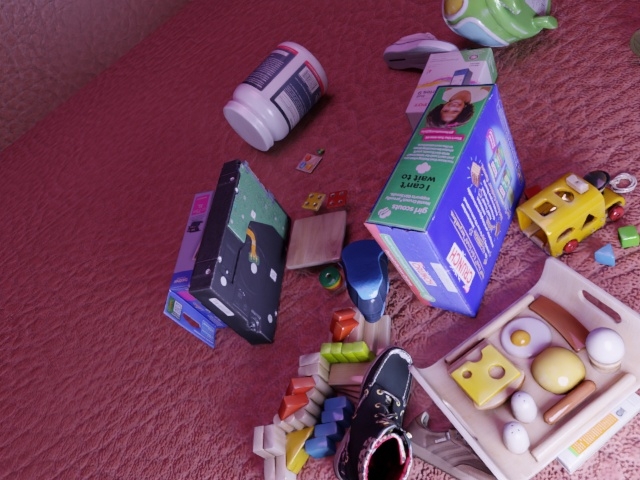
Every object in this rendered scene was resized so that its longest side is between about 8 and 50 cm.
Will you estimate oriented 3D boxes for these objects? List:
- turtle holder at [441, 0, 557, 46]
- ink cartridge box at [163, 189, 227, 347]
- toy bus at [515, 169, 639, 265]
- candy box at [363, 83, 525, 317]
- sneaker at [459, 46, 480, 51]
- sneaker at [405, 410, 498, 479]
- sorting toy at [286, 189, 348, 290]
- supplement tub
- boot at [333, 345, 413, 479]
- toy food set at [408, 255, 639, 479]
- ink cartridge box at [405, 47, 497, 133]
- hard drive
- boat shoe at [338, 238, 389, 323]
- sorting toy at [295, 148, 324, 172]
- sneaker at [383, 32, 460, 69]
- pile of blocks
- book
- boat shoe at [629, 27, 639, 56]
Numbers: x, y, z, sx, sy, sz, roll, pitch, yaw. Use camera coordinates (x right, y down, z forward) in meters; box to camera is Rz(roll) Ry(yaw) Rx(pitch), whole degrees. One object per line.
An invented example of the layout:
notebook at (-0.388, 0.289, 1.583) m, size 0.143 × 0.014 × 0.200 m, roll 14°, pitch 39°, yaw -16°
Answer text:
turtle holder at (0.400, -0.590, 1.217) m, size 0.320 × 0.244 × 0.227 m, roll -18°, pitch 10°, yaw -34°
ink cartridge box at (-0.243, 0.063, 1.143) m, size 0.065 × 0.186 × 0.311 m, roll -9°, pitch 52°, yaw 22°
toy bus at (0.450, -0.067, 0.892) m, size 0.190 × 0.104 × 0.202 m, roll 0°, pitch 56°, yaw 30°
candy box at (0.241, -0.069, 0.903) m, size 0.122 × 0.268 × 0.317 m, roll 8°, pitch 60°, yaw 39°
sneaker at (0.384, -0.472, 1.301) m, size 0.069 × 0.038 × 0.098 m, roll -32°, pitch 46°, yaw 6°
sneaker at (0.209, 0.318, 0.753) m, size 0.188 × 0.066 × 0.071 m, roll 16°, pitch 66°, yaw 38°
sorting toy at (0.000, 0.000, 1.146) m, size 0.132 × 0.046 × 0.275 m, roll -10°, pitch 51°, yaw 24°
supplement tub at (-0.127, -0.411, 1.448) m, size 0.191 × 0.191 × 0.272 m, roll 28°, pitch 72°, yaw 42°
boot at (0.105, 0.272, 0.772) m, size 0.085 × 0.178 × 0.237 m, roll 28°, pitch 73°, yaw -2°
toy food set at (0.311, 0.176, 0.750) m, size 0.306 × 0.092 × 0.220 m, roll -35°, pitch 43°, yaw -7°
ink cartridge box at (0.315, -0.350, 1.208) m, size 0.154 × 0.093 × 0.213 m, roll 8°, pitch 62°, yaw 34°
hard drive at (-0.160, 0.022, 1.091) m, size 0.064 × 0.237 × 0.339 m, roll -11°, pitch 51°, yaw 23°
boat shoe at (0.082, 0.073, 0.978) m, size 0.108 × 0.089 × 0.258 m, roll -6°, pitch 20°, yaw 14°
sorting toy at (-0.025, -0.220, 1.360) m, size 0.062 × 0.012 × 0.083 m, roll 20°, pitch 68°, yaw 40°
sneaker at (0.277, -0.514, 1.349) m, size 0.091 × 0.094 × 0.258 m, roll -51°, pitch 41°, yaw -10°
pile of blocks at (0.008, 0.262, 0.887) m, size 0.148 × 0.113 × 0.362 m, roll 15°, pitch 65°, yaw 38°
book at (0.377, 0.249, 0.735) m, size 0.144 × 0.035 × 0.096 m, roll -39°, pitch 44°, yaw -4°
boat shoe at (0.747, -0.400, 1.006) m, size 0.223 × 0.080 × 0.073 m, roll 19°, pitch 61°, yaw 34°
